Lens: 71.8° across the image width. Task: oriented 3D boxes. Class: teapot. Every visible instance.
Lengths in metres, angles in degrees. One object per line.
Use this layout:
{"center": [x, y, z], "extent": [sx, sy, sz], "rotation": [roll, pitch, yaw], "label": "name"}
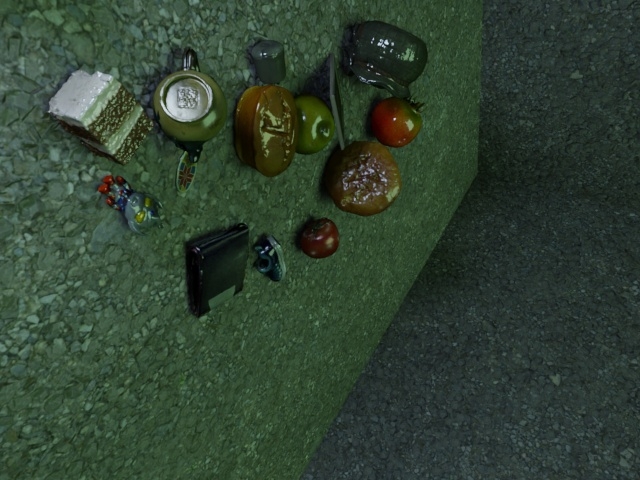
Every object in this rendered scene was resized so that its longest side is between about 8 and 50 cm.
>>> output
{"center": [-0.315, -0.328, 1.090], "extent": [0.182, 0.172, 0.270], "rotation": [134, -46, -80], "label": "teapot"}

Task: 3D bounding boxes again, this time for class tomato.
{"center": [0.000, 0.000, 1.764], "extent": [0.167, 0.167, 0.168], "rotation": [-35, 135, -44], "label": "tomato"}

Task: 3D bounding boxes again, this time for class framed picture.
{"center": [0.060, -0.490, 1.552], "extent": [0.213, 0.016, 0.290], "rotation": [73, 14, -47], "label": "framed picture"}

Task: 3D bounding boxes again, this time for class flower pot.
{"center": [0.238, -0.676, 1.647], "extent": [0.301, 0.301, 0.213], "rotation": [-10, 129, -56], "label": "flower pot"}

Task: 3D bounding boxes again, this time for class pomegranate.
{"center": [0.345, -0.523, 1.915], "extent": [0.256, 0.221, 0.220], "rotation": [-35, 169, 35], "label": "pomegranate"}

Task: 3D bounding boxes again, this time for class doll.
{"center": [-0.453, -0.084, 1.084], "extent": [0.195, 0.062, 0.104], "rotation": [51, 26, -48], "label": "doll"}

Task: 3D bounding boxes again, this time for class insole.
{"center": [-0.356, -0.224, 1.208], "extent": [0.065, 0.006, 0.194], "rotation": [11, 99, -59], "label": "insole"}

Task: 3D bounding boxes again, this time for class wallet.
{"center": [-0.323, 0.091, 1.403], "extent": [0.221, 0.071, 0.263], "rotation": [-34, 138, -51], "label": "wallet"}

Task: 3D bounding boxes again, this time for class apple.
{"center": [-0.040, -0.383, 1.473], "extent": [0.196, 0.156, 0.197], "rotation": [-27, 129, -38], "label": "apple"}

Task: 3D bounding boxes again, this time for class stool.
{"center": [-0.147, -0.517, 1.284], "extent": [0.096, 0.096, 0.110], "rotation": [-49, 148, -30], "label": "stool"}

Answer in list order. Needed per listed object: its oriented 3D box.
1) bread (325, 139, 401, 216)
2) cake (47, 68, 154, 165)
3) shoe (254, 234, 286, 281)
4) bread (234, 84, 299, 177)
{"center": [0.172, -0.238, 1.773], "extent": [0.172, 0.311, 0.313], "rotation": [27, 84, -78], "label": "bread"}
{"center": [-0.452, -0.254, 0.909], "extent": [0.135, 0.135, 0.147], "rotation": [-63, 154, -12], "label": "cake"}
{"center": [-0.187, 0.076, 1.595], "extent": [0.106, 0.091, 0.207], "rotation": [-28, 139, -19], "label": "shoe"}
{"center": [-0.157, -0.330, 1.333], "extent": [0.195, 0.142, 0.270], "rotation": [-25, 130, -50], "label": "bread"}
